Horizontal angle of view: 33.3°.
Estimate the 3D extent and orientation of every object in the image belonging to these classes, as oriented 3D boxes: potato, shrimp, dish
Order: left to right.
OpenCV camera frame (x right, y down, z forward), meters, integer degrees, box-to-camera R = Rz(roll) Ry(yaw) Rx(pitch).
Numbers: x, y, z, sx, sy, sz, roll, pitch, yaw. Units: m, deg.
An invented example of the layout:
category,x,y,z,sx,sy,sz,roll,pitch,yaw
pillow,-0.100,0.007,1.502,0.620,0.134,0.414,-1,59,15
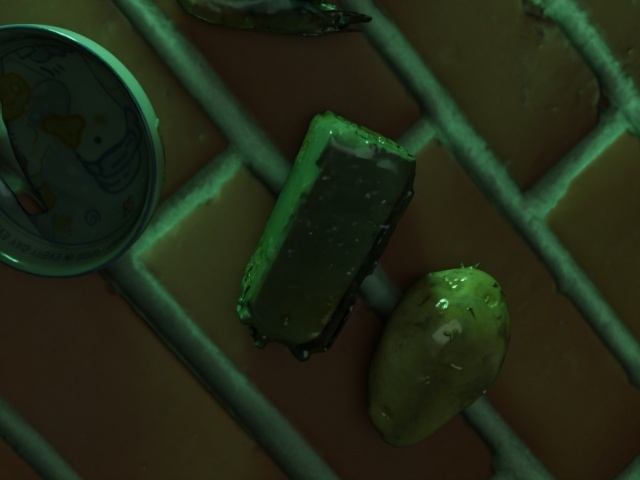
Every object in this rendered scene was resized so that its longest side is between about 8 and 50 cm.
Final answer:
category,x,y,z,sx,sy,sz,roll,pitch,yaw
dish,-0.279,-0.106,1.175,0.273,0.134,0.273,5,108,16
shrimp,-0.055,-0.308,1.249,0.251,0.052,0.143,13,86,-17
potato,0.140,0.140,1.317,0.235,0.128,0.161,-40,101,-2

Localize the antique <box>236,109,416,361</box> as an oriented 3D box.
category,x,y,z,sx,sy,sz,roll,pitch,yaw
antique,0.000,0.000,1.269,0.125,0.150,0.284,23,98,-13
